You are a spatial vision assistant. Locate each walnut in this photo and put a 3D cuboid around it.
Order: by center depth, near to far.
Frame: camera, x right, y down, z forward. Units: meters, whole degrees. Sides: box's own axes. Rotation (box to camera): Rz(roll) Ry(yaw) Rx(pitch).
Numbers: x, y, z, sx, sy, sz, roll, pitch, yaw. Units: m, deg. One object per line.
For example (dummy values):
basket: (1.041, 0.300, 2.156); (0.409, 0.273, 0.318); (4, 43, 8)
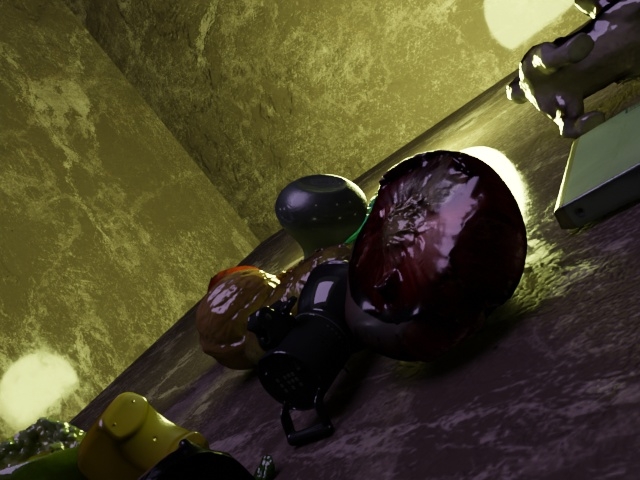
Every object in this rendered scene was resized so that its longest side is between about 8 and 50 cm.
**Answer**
walnut: (-0.159, 0.164, 1.349); (0.213, 0.213, 0.213); (-38, 8, 6)

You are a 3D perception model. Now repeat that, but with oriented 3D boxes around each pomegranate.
pomegranate: (-0.466, 0.424, 1.005); (0.340, 0.260, 0.260); (-21, -6, -40)

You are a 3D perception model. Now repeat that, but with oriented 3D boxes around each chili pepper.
chili pepper: (-0.079, 0.303, 0.797); (0.030, 0.034, 0.091); (1, 23, 21)

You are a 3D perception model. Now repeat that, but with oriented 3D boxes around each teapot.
teapot: (0.000, 0.000, 1.316); (0.183, 0.251, 0.183); (1, 27, -1)

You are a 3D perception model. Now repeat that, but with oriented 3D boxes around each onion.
onion: (0.153, 0.032, 0.824); (0.272, 0.195, 0.272); (-40, 38, 42)

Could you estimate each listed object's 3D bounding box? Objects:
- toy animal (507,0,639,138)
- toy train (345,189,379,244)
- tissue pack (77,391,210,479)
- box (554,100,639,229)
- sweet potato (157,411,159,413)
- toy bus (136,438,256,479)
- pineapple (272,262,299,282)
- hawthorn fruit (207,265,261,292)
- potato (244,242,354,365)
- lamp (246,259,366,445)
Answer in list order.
toy animal: (0.522, -0.359, 1.222); (0.344, 0.194, 0.303); (-33, 13, 1)
toy train: (0.107, -0.010, 1.435); (0.203, 0.112, 0.163); (-34, 14, 48)
tissue pack: (-0.264, 0.325, 0.965); (0.127, 0.178, 0.123); (-57, 1, 23)
box: (0.420, -0.124, 0.866); (0.211, 0.045, 0.270); (-33, 9, 35)
sweet potato: (-0.423, 0.437, 1.593); (0.095, 0.034, 0.034); (-32, 10, 29)
toy bus: (-0.187, 0.344, 0.520); (0.162, 0.171, 0.386); (-38, 6, 36)
pineapple: (-0.026, 0.090, 1.570); (0.236, 0.114, 0.186); (-30, 5, -15)
hawthorn fruit: (-0.213, 0.166, 1.676); (0.185, 0.185, 0.202); (-36, 15, 23)
potato: (-0.025, 0.118, 1.189); (0.298, 0.141, 0.176); (-38, -3, 4)
lamp: (-0.012, 0.139, 0.903); (0.147, 0.172, 0.227); (-31, 9, 39)
